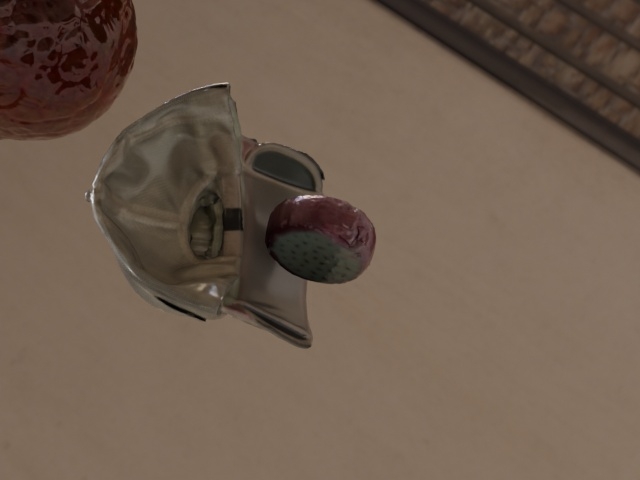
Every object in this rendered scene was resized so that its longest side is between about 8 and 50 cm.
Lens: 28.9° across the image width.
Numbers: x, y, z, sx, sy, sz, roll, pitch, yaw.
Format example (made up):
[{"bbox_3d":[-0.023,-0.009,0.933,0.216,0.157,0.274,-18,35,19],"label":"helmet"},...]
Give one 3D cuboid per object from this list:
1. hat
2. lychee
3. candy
[{"bbox_3d":[-0.093,-0.004,1.142,0.226,0.164,0.219,57,-146,-59],"label":"hat"},{"bbox_3d":[-0.304,-0.214,1.243,0.255,0.255,0.300,-52,-27,-7],"label":"lychee"},{"bbox_3d":[0.000,0.000,1.138,0.103,0.103,0.043,98,-172,-59],"label":"candy"}]
